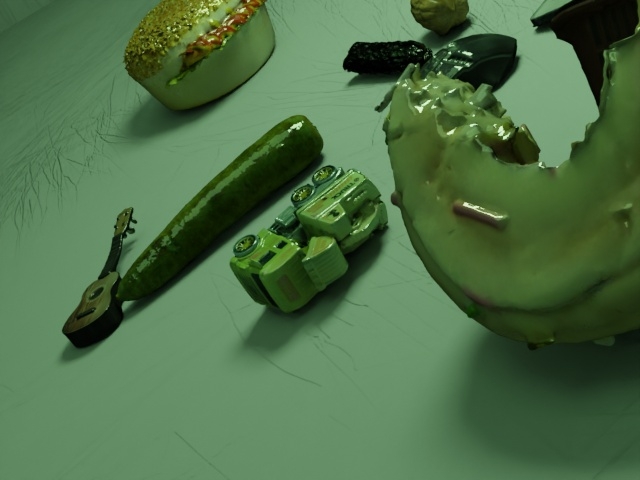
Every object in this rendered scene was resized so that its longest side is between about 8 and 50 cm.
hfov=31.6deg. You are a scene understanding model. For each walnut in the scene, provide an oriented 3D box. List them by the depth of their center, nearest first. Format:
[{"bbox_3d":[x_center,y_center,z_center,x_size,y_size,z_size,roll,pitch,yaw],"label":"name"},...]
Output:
[{"bbox_3d":[0.174,-0.341,1.653,0.079,0.083,0.096,-12,20,-17],"label":"walnut"}]

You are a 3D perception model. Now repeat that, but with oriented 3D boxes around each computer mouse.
[{"bbox_3d":[0.169,-0.216,1.472,0.192,0.062,0.106,-32,27,4],"label":"computer mouse"}]

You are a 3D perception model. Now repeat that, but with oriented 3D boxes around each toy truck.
[{"bbox_3d":[0.000,0.000,1.294,0.191,0.085,0.116,-42,32,-18],"label":"toy truck"}]

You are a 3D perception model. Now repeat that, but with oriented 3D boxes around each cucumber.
[{"bbox_3d":[0.099,-0.266,1.650,0.053,0.053,0.181,-47,31,-23],"label":"cucumber"}]

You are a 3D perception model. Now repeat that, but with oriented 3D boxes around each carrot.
[{"bbox_3d":[-0.141,-0.041,1.539,0.358,0.074,0.074,-42,27,-8],"label":"carrot"}]

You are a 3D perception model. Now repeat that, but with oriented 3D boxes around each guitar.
[{"bbox_3d":[-0.297,0.046,1.604,0.083,0.038,0.271,-23,32,22],"label":"guitar"}]

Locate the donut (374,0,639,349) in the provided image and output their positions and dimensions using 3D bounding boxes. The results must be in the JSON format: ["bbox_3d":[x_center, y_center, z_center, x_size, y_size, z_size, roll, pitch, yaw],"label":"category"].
[{"bbox_3d":[0.230,-0.067,0.944,0.371,0.150,0.307,-27,64,37],"label":"donut"}]

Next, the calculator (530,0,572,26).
[{"bbox_3d":[0.393,-0.355,1.443,0.261,0.021,0.161,-16,29,51],"label":"calculator"}]

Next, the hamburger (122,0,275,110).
[{"bbox_3d":[-0.221,-0.369,2.034,0.294,0.179,0.276,0,44,49],"label":"hamburger"}]

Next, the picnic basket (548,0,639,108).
[{"bbox_3d":[0.380,-0.183,1.048,0.296,0.129,0.222,-14,-6,35],"label":"picnic basket"}]
